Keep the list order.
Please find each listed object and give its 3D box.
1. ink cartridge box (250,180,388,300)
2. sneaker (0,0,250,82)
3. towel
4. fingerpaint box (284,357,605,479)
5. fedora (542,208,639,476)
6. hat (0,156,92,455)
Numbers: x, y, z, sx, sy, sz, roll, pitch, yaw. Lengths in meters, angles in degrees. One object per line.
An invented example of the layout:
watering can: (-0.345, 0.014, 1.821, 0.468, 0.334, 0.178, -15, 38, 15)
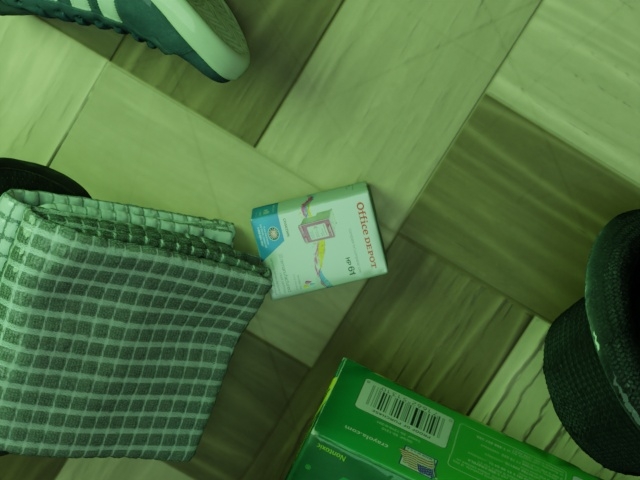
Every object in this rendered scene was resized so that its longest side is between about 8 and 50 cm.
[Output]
ink cartridge box: (0.000, 0.000, 1.617, 0.122, 0.052, 0.088, -14, 102, 2)
sneaker: (-0.230, -0.243, 1.535, 0.350, 0.131, 0.148, 40, 106, -2)
towel: (-0.199, 0.089, 1.539, 0.284, 0.121, 0.235, 10, 104, -38)
fingerpaint box: (0.138, 0.383, 1.572, 0.445, 0.163, 0.371, 26, 117, 2)
fedora: (0.332, 0.136, 1.577, 0.152, 0.334, 0.334, -29, 103, 41)
hat: (-0.363, 0.057, 1.572, 0.331, 0.134, 0.331, -22, 126, -35)
